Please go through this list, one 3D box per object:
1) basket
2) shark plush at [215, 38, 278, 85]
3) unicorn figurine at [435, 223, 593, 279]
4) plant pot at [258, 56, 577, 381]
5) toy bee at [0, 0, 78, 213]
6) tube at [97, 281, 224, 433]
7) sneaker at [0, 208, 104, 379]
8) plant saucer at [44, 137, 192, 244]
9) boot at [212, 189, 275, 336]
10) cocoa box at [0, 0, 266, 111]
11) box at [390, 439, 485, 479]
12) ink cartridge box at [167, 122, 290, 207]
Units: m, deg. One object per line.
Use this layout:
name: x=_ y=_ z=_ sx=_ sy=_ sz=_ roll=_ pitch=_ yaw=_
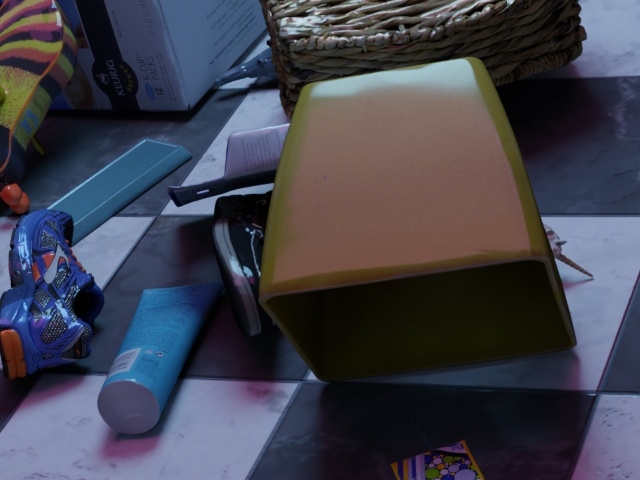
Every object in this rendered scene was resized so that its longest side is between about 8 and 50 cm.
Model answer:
basket: x=0.104 y=-0.193 z=1.864 sx=0.299 sy=0.223 sz=0.213 roll=-15 pitch=48 yaw=-4
shark plush: x=-0.037 y=-0.208 z=2.016 sx=0.161 sy=0.067 sz=0.073 roll=-10 pitch=73 yaw=16
unicorn figurine: x=0.130 y=0.014 z=1.611 sx=0.111 sy=0.060 sz=0.162 roll=-37 pitch=39 yaw=-27
plant pot: x=0.074 y=-0.021 z=1.476 sx=0.212 sy=0.212 sz=0.187 roll=-8 pitch=67 yaw=11
toy bee: x=-0.332 y=-0.107 z=1.943 sx=0.162 sy=0.298 sz=0.195 roll=38 pitch=13 yaw=18
tube: x=-0.139 y=0.087 z=1.624 sx=0.080 sy=0.052 sz=0.207 roll=-2 pitch=28 yaw=12
sneaker: x=-0.236 y=0.048 z=1.711 sx=0.087 sy=0.083 sz=0.221 roll=0 pitch=37 yaw=-2
plant saucer: x=-0.215 y=-0.049 z=1.904 sx=0.067 sy=0.018 sz=0.192 roll=15 pitch=41 yaw=40
boot: x=0.000 y=-0.002 z=1.654 sx=0.178 sy=0.085 sz=0.236 roll=-14 pitch=20 yaw=1
cocoa box: x=-0.191 y=-0.322 z=2.126 sx=0.228 sy=0.231 sz=0.347 roll=2 pitch=34 yaw=28
box: x=0.101 y=0.211 z=1.308 sx=0.059 sy=0.054 sz=0.169 roll=-18 pitch=30 yaw=-6
ink cartridge box: x=-0.030 y=-0.078 z=1.723 sx=0.224 sy=0.045 sz=0.223 roll=-11 pitch=-1 yaw=-3
